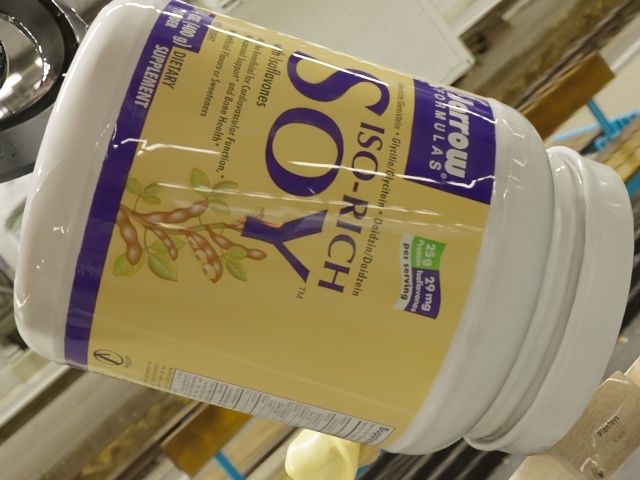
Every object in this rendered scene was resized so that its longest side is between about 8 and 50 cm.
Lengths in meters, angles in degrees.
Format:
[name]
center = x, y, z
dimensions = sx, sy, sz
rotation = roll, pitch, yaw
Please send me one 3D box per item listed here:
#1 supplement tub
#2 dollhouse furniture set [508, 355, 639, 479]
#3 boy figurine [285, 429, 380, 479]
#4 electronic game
[supplement tub]
center = 0.000, 0.000, 0.565
dimensions = 0.241, 0.331, 0.241
rotation = -164, 90, -84
[dollhouse furniture set]
center = 0.284, 0.273, 0.585
dimensions = 0.303, 0.355, 0.174
rotation = -27, -29, -39
[boy figurine]
center = 0.068, 0.202, 1.022
dimensions = 0.285, 0.092, 0.177
rotation = -26, -40, -53
[electronic game]
center = -0.272, -0.127, 0.623
dimensions = 0.229, 0.229, 0.048
rotation = -46, -13, -39
